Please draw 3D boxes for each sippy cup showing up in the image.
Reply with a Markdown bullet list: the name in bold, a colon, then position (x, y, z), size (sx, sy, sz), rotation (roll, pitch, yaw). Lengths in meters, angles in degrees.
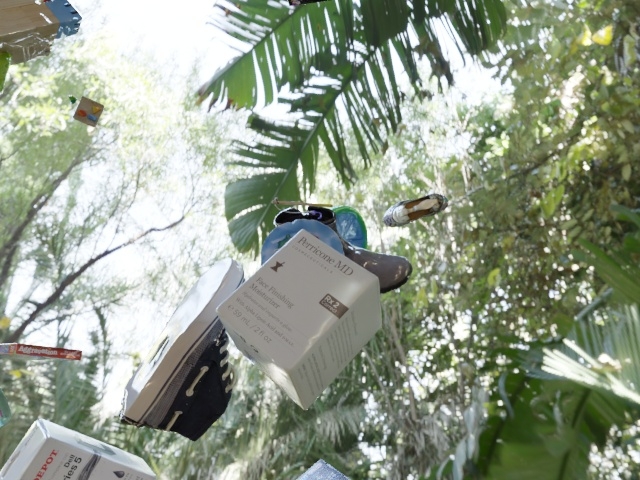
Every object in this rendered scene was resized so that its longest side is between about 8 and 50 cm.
- **sippy cup**: position (0.000, 0.000, 1.735), size (0.224, 0.240, 0.305), rotation (4, -26, 43)

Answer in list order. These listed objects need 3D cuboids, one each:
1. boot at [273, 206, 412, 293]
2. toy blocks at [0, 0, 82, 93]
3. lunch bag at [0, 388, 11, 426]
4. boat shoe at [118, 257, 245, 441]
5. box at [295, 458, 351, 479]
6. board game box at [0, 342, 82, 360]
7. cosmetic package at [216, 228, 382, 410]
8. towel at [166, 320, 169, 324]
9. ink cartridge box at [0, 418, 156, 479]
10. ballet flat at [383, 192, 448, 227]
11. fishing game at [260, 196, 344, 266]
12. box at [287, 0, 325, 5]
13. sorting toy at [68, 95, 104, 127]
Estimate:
- **boot**: position (0.053, 0.020, 1.331), size (0.338, 0.118, 0.222), rotation (-1, -49, 19)
- **toy blocks**: position (-0.606, -0.491, 0.995), size (0.381, 0.261, 0.191), rotation (52, -44, -3)
- **lunch bag**: position (-0.541, 0.188, 0.581), size (0.224, 0.262, 0.160), rotation (13, -66, 24)
- **boat shoe**: position (-0.202, 0.201, 0.944), size (0.158, 0.127, 0.340), rotation (34, -84, -27)
- **box**: position (-0.028, 0.625, 1.221), size (0.175, 0.220, 0.051), rotation (-1, -64, 59)
- **board game box**: position (-0.705, 0.268, 1.255), size (0.281, 0.027, 0.145), rotation (-11, -21, 39)
- **cosmetic package**: position (-0.024, 0.116, 0.782), size (0.151, 0.184, 0.151), rotation (33, -25, 28)
- **towel**: position (-0.303, 0.205, 1.353), size (0.152, 0.023, 0.113), rotation (5, -25, -43)
- **ink cartridge box**: position (-0.534, 0.537, 1.131), size (0.273, 0.198, 0.115), rotation (40, -19, -32)
- **ballet flat**: position (0.153, -0.051, 0.868), size (0.114, 0.041, 0.041), rotation (-19, -51, 21)
- **fishing game**: position (-0.039, 0.043, 1.136), size (0.189, 0.264, 0.041), rotation (8, -4, 3)
- **box**: position (0.012, -0.568, 1.147), size (0.162, 0.116, 0.029), rotation (-2, -31, 11)
- **sorting toy**: position (-0.586, -0.324, 1.298), size (0.083, 0.012, 0.062), rotation (23, -92, -15)
